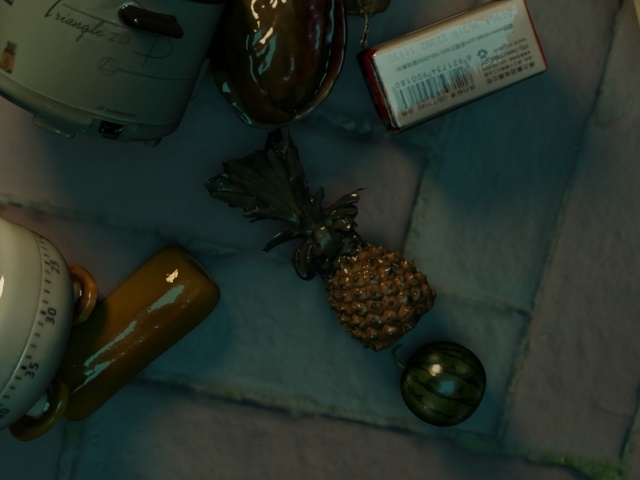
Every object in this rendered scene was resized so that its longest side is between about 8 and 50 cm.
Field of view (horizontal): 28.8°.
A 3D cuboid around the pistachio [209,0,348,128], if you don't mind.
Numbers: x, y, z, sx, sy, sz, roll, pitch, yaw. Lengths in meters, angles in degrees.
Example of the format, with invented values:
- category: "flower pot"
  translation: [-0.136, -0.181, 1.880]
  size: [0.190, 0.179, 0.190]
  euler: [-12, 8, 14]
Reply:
- category: "pistachio"
  translation: [-0.049, -0.225, 1.339]
  size: [0.165, 0.130, 0.210]
  euler: [11, 89, 17]

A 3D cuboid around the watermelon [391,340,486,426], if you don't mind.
- category: "watermelon"
  translation: [0.137, 0.163, 1.430]
  size: [0.109, 0.109, 0.109]
  euler: [-1, 99, -5]

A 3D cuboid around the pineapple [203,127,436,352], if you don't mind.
- category: "pineapple"
  translation: [0.000, 0.000, 1.391]
  size: [0.277, 0.119, 0.130]
  euler: [48, 136, -9]

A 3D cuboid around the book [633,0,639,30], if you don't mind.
- category: "book"
  translation: [0.481, -0.399, 1.365]
  size: [0.374, 0.028, 0.262]
  euler: [-18, 99, -17]

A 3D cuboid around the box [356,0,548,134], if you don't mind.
- category: "box"
  translation: [0.140, -0.190, 1.359]
  size: [0.182, 0.133, 0.099]
  euler: [-22, 99, -3]

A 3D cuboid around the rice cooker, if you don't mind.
- category: "rice cooker"
  translation: [-0.216, -0.234, 1.259]
  size: [0.241, 0.280, 0.227]
  euler: [11, 111, -31]

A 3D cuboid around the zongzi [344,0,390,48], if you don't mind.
- category: "zongzi"
  translation: [-0.001, -0.323, 1.370]
  size: [0.178, 0.081, 0.189]
  euler: [14, 112, 14]

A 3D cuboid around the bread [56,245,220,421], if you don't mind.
- category: "bread"
  translation: [-0.222, 0.110, 1.403]
  size: [0.239, 0.074, 0.092]
  euler: [-41, 105, 3]

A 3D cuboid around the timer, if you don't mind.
- category: "timer"
  translation: [-0.377, 0.082, 1.298]
  size: [0.240, 0.233, 0.233]
  euler: [26, 96, -37]
